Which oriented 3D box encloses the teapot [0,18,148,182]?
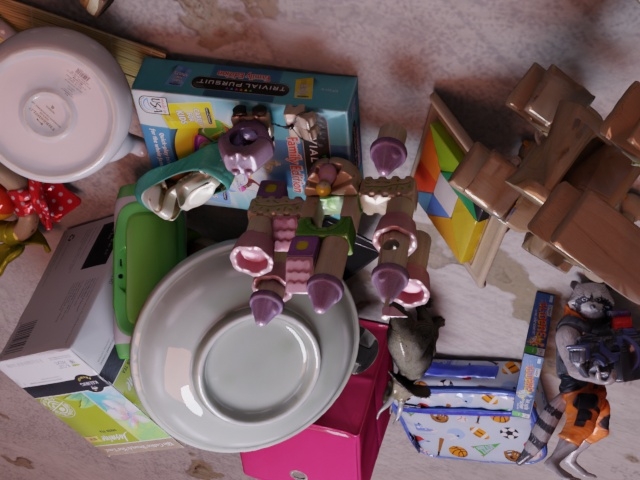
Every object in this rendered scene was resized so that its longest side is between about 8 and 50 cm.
[{"bbox_3d":[-0.407,-0.223,1.766,0.253,0.187,0.256,-3,114,-1],"label":"teapot"}]

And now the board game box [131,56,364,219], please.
[{"bbox_3d":[-0.106,-0.155,1.807,0.336,0.079,0.253,7,142,12],"label":"board game box"}]

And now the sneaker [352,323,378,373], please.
[{"bbox_3d":[-0.056,0.128,2.049,0.330,0.122,0.146,33,-173,-31],"label":"sneaker"}]

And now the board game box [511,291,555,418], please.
[{"bbox_3d":[0.371,0.203,2.009,0.035,0.136,0.201,12,143,11],"label":"board game box"}]

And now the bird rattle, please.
[{"bbox_3d":[-0.577,-0.059,2.127,0.207,0.143,0.253,38,139,3],"label":"bird rattle"}]

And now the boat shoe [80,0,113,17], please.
[{"bbox_3d":[-0.311,-0.392,1.633,0.072,0.068,0.190,41,140,-8],"label":"boat shoe"}]

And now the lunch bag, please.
[{"bbox_3d":[0.285,0.326,2.226,0.303,0.115,0.243,-2,136,25],"label":"lunch bag"}]

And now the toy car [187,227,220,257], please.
[{"bbox_3d":[-0.211,0.099,2.053,0.155,0.188,0.149,24,166,32],"label":"toy car"}]

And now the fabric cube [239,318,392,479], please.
[{"bbox_3d":[-0.007,0.314,2.219,0.254,0.259,0.258,12,143,13],"label":"fabric cube"}]

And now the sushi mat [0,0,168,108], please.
[{"bbox_3d":[-0.392,-0.296,1.823,0.317,0.019,0.151,19,142,0],"label":"sushi mat"}]

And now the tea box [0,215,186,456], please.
[{"bbox_3d":[-0.369,0.179,2.153,0.220,0.329,0.323,-14,131,37],"label":"tea box"}]

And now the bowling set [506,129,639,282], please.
[{"bbox_3d":[0.330,-0.079,1.699,0.200,0.154,0.287,8,147,46],"label":"bowling set"}]

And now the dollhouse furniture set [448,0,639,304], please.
[{"bbox_3d":[0.408,-0.117,1.374,0.256,0.394,0.362,34,-177,-17],"label":"dollhouse furniture set"}]

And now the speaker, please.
[{"bbox_3d":[-0.294,0.055,1.985,0.131,0.296,0.131,-1,172,0],"label":"speaker"}]

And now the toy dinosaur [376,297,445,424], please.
[{"bbox_3d":[0.162,0.178,2.041,0.121,0.160,0.313,1,138,5],"label":"toy dinosaur"}]

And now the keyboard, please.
[{"bbox_3d":[-0.032,0.019,1.988,0.202,0.033,0.317,21,158,-13],"label":"keyboard"}]

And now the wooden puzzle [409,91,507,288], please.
[{"bbox_3d":[0.199,-0.068,1.708,0.044,0.221,0.238,-21,149,-18],"label":"wooden puzzle"}]

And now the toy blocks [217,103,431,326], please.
[{"bbox_3d":[0.000,0.000,1.667,0.289,0.260,0.309,0,134,16],"label":"toy blocks"}]

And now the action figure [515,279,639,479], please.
[{"bbox_3d":[0.414,0.222,1.875,0.179,0.330,0.341,7,174,35],"label":"action figure"}]

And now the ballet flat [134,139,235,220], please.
[{"bbox_3d":[-0.223,-0.080,1.804,0.083,0.087,0.247,38,138,-28],"label":"ballet flat"}]

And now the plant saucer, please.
[{"bbox_3d":[-0.112,0.195,1.914,0.401,0.100,0.400,-7,113,-17],"label":"plant saucer"}]
